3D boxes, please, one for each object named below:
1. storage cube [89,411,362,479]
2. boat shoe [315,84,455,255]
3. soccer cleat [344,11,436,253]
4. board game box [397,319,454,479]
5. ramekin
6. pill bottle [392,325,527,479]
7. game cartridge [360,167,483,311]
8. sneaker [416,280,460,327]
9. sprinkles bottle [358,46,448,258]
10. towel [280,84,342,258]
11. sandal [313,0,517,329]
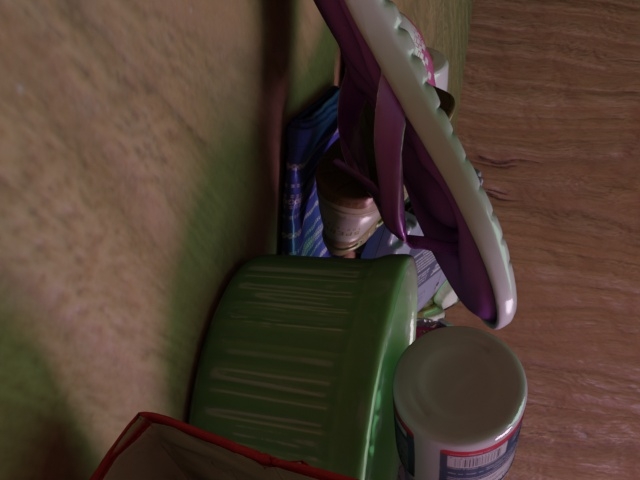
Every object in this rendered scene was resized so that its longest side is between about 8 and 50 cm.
[{"bbox_3d":[-0.038,0.236,0.474,0.215,0.183,0.193,-60,145,-31],"label":"storage cube"},{"bbox_3d":[0.068,-0.093,1.027,0.285,0.104,0.089,-48,153,-46],"label":"boat shoe"},{"bbox_3d":[0.079,-0.124,1.179,0.143,0.116,0.331,-62,156,-47],"label":"soccer cleat"},{"bbox_3d":[0.080,0.346,1.023,0.390,0.050,0.390,118,-28,-51],"label":"board game box"},{"bbox_3d":[-0.008,0.154,0.826,0.303,0.148,0.303,7,90,-79],"label":"ramekin"},{"bbox_3d":[0.118,0.161,0.800,0.180,0.108,0.108,82,19,-55],"label":"pill bottle"},{"bbox_3d":[0.124,0.021,1.243,0.297,0.062,0.198,-30,146,-56],"label":"game cartridge"},{"bbox_3d":[0.133,0.073,1.628,0.182,0.158,0.410,61,22,2],"label":"sneaker"},{"bbox_3d":[0.116,-0.104,1.361,0.121,0.121,0.355,-67,161,-54],"label":"sprinkles bottle"},{"bbox_3d":[0.000,0.000,1.055,0.243,0.040,0.336,-54,149,-66],"label":"towel"},{"bbox_3d":[0.051,-0.100,0.839,0.169,0.102,0.416,-154,-141,-85],"label":"sandal"}]
